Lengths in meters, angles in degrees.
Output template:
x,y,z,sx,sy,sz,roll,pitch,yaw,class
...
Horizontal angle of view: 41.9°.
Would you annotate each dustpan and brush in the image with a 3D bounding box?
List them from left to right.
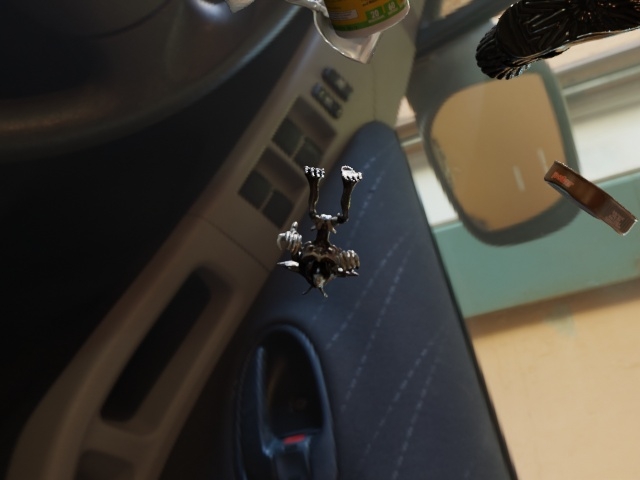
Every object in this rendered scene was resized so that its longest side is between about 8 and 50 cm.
x,y,z,sx,sy,sz,roll,pitch,yaw,class
0.020,-0.439,1.620,0.147,0.211,0.060,-66,159,-10,dustpan and brush

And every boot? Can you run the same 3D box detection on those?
x,y,z,sx,sy,sz,roll,pitch,yaw,class
0.471,-0.415,1.581,0.260,0.348,0.131,-11,87,-85,boot

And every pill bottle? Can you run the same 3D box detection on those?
x,y,z,sx,sy,sz,roll,pitch,yaw,class
0.049,-0.474,1.384,0.136,0.136,0.245,-81,152,-56,pill bottle

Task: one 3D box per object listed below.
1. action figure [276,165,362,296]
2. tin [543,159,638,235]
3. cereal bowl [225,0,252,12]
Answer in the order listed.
x,y,z,sx,sy,sz,roll,pitch,yaw,class
0.000,0.000,1.589,0.141,0.164,0.275,-68,166,-69,action figure
0.395,-0.061,1.225,0.190,0.040,0.106,24,18,-46,tin
-0.197,-0.643,1.693,0.339,0.141,0.339,64,2,-5,cereal bowl
